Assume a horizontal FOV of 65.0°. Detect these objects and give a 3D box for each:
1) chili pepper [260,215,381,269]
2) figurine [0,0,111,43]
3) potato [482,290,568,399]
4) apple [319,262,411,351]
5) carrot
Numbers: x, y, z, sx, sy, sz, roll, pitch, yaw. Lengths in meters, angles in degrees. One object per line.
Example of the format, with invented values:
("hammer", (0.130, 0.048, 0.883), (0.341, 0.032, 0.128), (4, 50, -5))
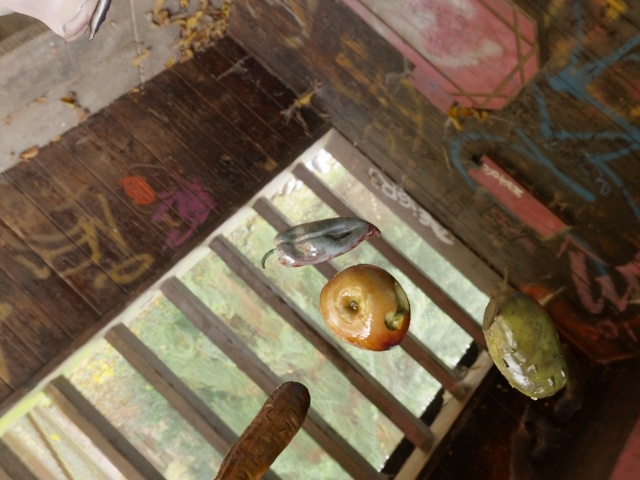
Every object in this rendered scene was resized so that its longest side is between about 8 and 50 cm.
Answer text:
("chili pepper", (0.000, 0.000, 0.608), (0.153, 0.050, 0.041), (-13, -169, -4))
("figurine", (-0.327, -0.275, 0.309), (0.362, 0.211, 0.253), (5, 127, -43))
("potato", (0.418, 0.210, 1.036), (0.149, 0.251, 0.113), (-35, -176, -11))
("apple", (0.088, 0.130, 1.001), (0.199, 0.199, 0.199), (-47, 176, -5))
("carrot", (-0.055, 0.164, 0.362), (0.165, 0.036, 0.035), (-47, 176, -44))
